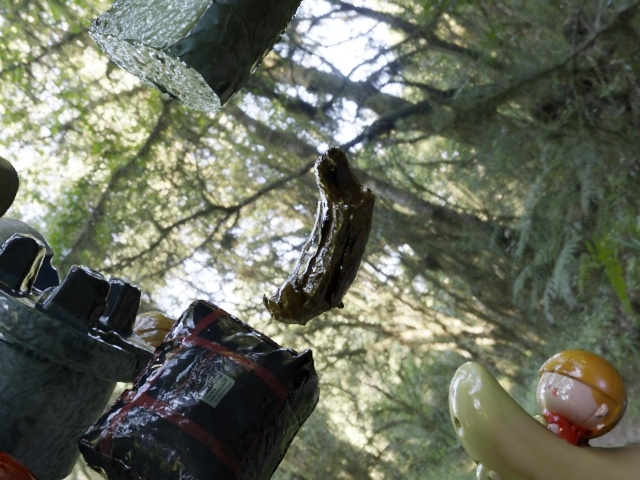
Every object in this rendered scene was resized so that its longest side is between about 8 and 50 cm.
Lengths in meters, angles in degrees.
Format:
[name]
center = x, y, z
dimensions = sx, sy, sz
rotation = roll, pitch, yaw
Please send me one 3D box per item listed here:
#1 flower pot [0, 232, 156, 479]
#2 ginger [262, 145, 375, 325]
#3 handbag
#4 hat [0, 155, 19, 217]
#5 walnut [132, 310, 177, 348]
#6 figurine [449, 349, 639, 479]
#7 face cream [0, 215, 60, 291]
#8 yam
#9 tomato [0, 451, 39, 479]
[flower pot]
center = -0.375, 0.165, 0.893
dimensions = 0.282, 0.299, 0.299
rotation = -64, -13, -12
[ginger]
center = 0.011, 0.009, 1.027
dimensions = 0.309, 0.133, 0.107
rotation = -66, -9, 9
[handbag]
center = -0.117, 0.178, 0.639
dimensions = 0.215, 0.169, 0.155
rotation = -53, -29, -38
[hat]
center = -0.410, -0.107, 0.679
dimensions = 0.173, 0.166, 0.144
rotation = 4, -32, -36
[walnut]
center = -0.363, 0.226, 1.316
dimensions = 0.180, 0.144, 0.144
rotation = -40, -13, 18
[figurine]
center = 0.305, 0.239, 0.765
dimensions = 0.222, 0.325, 0.124
rotation = -56, 5, -16
[face cream]
center = -0.601, 0.081, 1.053
dimensions = 0.249, 0.249, 0.225
rotation = -51, -8, 14
[yam]
center = -0.151, -0.329, 0.907
dimensions = 0.271, 0.203, 0.201
rotation = -60, -23, -10
[tomato]
center = -0.381, 0.308, 0.649
dimensions = 0.187, 0.187, 0.151
rotation = -31, -9, -45
